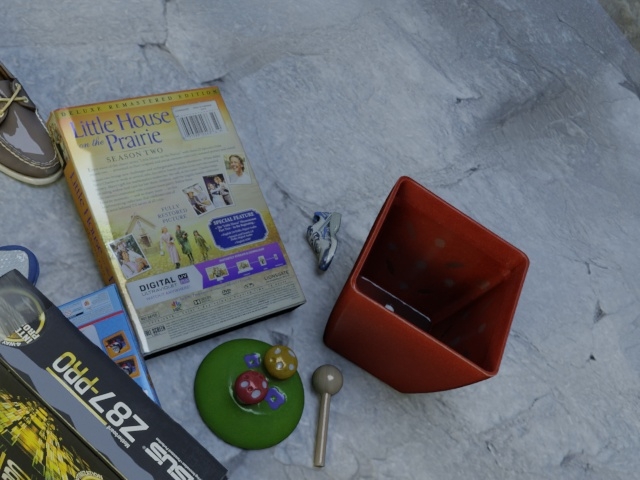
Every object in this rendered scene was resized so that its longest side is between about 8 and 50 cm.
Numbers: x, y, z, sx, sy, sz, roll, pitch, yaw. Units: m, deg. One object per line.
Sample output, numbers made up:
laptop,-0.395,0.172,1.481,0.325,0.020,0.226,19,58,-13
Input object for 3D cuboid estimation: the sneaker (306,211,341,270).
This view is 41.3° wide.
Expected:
sneaker,0.000,0.000,1.551,0.058,0.052,0.135,14,46,-7

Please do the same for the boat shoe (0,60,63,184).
boat shoe,-0.534,-0.230,1.379,0.324,0.097,0.116,48,49,7

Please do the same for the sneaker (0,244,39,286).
sneaker,-0.510,0.078,1.169,0.112,0.131,0.296,46,49,9

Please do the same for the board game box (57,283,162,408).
board game box,-0.332,0.187,1.209,0.160,0.039,0.211,-22,69,-8

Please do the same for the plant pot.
plant pot,0.152,0.105,1.433,0.267,0.236,0.267,33,50,-6

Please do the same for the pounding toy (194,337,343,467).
pounding toy,-0.069,0.228,1.317,0.237,0.110,0.183,21,52,-14

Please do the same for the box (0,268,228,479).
box,-0.304,0.251,0.990,0.318,0.395,0.097,45,49,4

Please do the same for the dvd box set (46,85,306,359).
dvd box set,-0.234,-0.042,1.396,0.307,0.062,0.420,-17,78,-35
